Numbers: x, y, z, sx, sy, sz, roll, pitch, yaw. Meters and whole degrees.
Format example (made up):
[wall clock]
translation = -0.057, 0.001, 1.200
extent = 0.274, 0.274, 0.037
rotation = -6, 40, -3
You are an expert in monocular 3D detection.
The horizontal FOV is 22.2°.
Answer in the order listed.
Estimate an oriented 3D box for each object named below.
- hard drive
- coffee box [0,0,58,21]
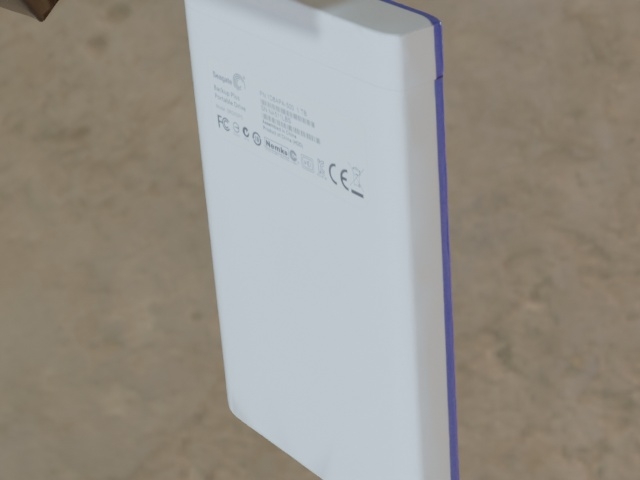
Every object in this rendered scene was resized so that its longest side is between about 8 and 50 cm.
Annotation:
[hard drive]
translation = 0.000, 0.000, 0.972
extent = 0.040, 0.210, 0.318
rotation = -22, 122, -30
[coffee box]
translation = -0.220, -0.209, 0.786
extent = 0.098, 0.246, 0.141
rotation = -56, 143, -16
